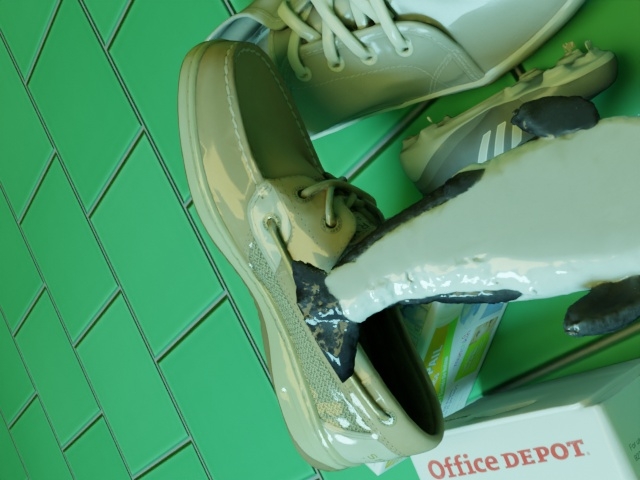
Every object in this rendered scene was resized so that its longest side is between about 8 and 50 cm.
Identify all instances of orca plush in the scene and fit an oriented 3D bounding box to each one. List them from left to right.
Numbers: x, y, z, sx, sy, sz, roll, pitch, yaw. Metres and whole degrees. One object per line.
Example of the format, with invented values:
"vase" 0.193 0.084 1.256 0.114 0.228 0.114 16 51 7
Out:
"orca plush" 0.133 0.014 0.511 0.287 0.102 0.151 -34 61 10

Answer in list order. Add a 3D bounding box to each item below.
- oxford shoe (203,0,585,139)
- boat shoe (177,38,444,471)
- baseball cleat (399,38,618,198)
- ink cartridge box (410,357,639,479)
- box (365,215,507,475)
"oxford shoe" 0.041 -0.181 0.641 0.449 0.130 0.169 -20 86 48
"boat shoe" 0.000 0.000 0.596 0.110 0.121 0.341 -20 93 35
"baseball cleat" 0.153 -0.071 0.613 0.206 0.072 0.109 -21 101 54
"ink cartridge box" 0.213 0.245 0.607 0.198 0.115 0.273 -30 81 48
"box" 0.076 0.087 0.704 0.103 0.114 0.203 39 130 34
